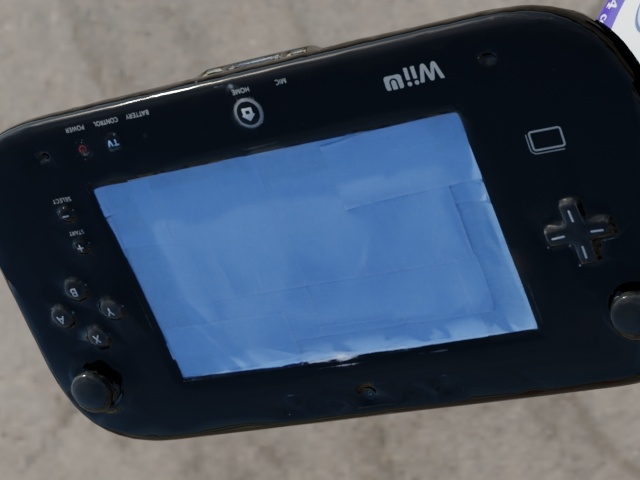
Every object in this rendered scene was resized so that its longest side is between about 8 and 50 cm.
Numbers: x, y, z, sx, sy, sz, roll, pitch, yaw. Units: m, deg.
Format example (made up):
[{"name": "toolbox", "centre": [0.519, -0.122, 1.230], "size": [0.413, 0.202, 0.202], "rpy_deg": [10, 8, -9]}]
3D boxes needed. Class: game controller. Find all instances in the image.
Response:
[{"name": "game controller", "centre": [0.000, 0.000, 0.750], "size": [0.319, 0.067, 0.166], "rpy_deg": [-11, 123, 29]}]

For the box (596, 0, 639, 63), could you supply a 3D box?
[{"name": "box", "centre": [0.188, -0.100, 0.690], "size": [0.137, 0.072, 0.126], "rpy_deg": [14, 72, 60]}]
